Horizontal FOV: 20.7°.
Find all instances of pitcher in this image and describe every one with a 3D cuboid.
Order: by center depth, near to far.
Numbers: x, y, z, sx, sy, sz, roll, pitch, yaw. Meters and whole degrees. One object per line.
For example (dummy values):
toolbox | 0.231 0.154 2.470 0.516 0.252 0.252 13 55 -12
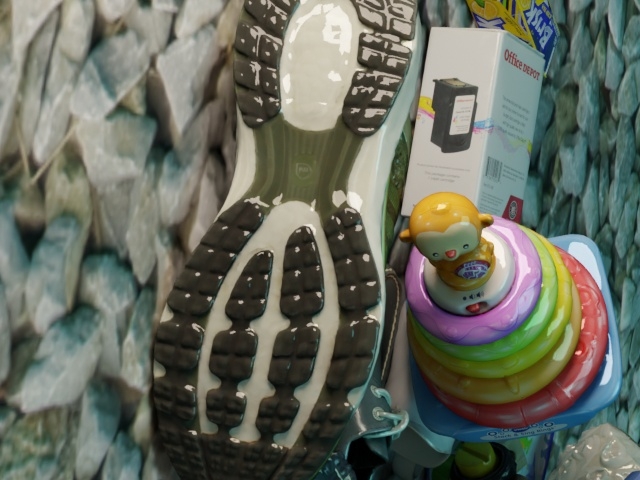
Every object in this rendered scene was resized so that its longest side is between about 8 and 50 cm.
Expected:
pitcher | 0.119 0.110 1.578 0.207 0.125 0.178 -58 167 -22

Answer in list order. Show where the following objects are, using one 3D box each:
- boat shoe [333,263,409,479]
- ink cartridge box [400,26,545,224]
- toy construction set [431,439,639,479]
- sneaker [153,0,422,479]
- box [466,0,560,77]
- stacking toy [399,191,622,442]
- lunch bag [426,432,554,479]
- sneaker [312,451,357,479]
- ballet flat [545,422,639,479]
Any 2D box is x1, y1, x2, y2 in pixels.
boat shoe | 0.028 0.163 1.404 0.116 0.099 0.319 47 55 -54
ink cartridge box | 0.141 -0.096 1.594 0.127 0.072 0.175 16 83 -63
toy construction set | 0.184 0.315 1.552 0.257 0.237 0.309 39 76 -49
sneaker | 0.000 0.000 1.275 0.182 0.158 0.410 38 66 -74
box | 0.178 -0.226 1.654 0.169 0.054 0.059 58 46 -52
stacking toy | 0.125 0.036 1.341 0.302 0.175 0.166 54 28 -63
lunch bag | 0.182 0.157 1.733 0.176 0.090 0.219 29 72 -65
sneaker | -0.060 0.252 1.235 0.283 0.122 0.110 -56 134 -43
ballet flat | 0.223 0.380 1.701 0.147 0.147 0.409 -14 119 -62
